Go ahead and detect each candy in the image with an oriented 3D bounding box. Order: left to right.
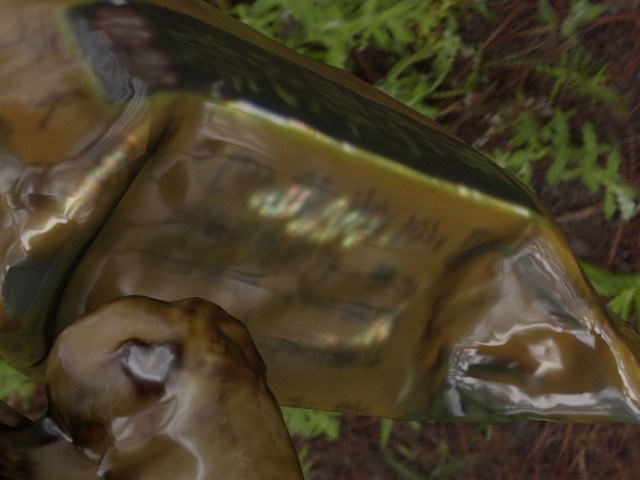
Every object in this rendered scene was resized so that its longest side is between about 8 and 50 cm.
[{"bbox_3d":[0.000,0.000,0.524,0.101,0.271,0.143,-58,42,21],"label":"candy"}]

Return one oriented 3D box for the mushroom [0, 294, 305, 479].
[{"bbox_3d":[-0.038,0.119,0.343,0.231,0.138,0.194,9,123,41],"label":"mushroom"}]
